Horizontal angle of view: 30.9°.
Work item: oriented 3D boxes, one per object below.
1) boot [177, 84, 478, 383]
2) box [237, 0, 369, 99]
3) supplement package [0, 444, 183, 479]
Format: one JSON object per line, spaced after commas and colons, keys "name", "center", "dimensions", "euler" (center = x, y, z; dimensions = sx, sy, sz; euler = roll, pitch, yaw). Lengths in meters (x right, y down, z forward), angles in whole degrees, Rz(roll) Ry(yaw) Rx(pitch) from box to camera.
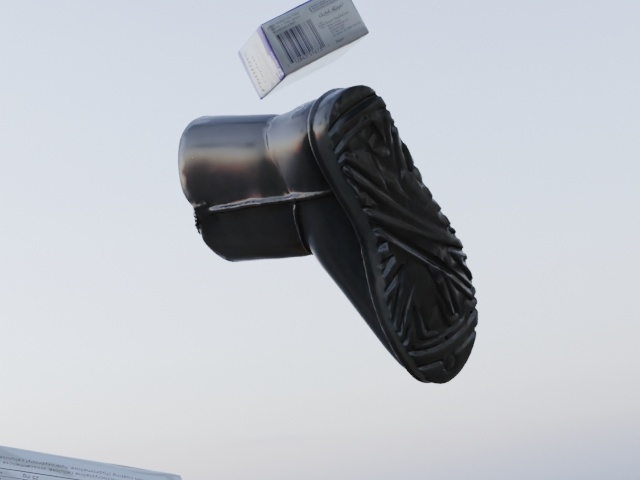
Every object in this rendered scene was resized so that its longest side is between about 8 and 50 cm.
{"name": "boot", "center": [0.000, 0.000, 0.927], "dimensions": [0.094, 0.246, 0.207], "euler": [-36, 18, -35]}
{"name": "box", "center": [-0.025, -0.248, 1.457], "dimensions": [0.126, 0.072, 0.137], "euler": [-29, 2, -18]}
{"name": "supplement package", "center": [-0.137, 0.202, 0.371], "dimensions": [0.149, 0.203, 0.194], "euler": [12, -58, -14]}
